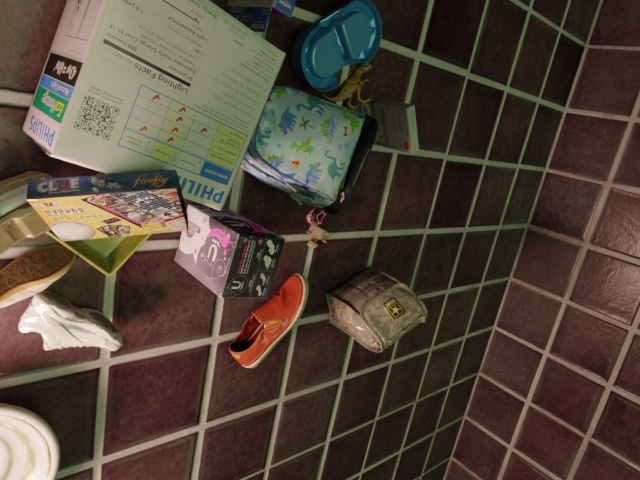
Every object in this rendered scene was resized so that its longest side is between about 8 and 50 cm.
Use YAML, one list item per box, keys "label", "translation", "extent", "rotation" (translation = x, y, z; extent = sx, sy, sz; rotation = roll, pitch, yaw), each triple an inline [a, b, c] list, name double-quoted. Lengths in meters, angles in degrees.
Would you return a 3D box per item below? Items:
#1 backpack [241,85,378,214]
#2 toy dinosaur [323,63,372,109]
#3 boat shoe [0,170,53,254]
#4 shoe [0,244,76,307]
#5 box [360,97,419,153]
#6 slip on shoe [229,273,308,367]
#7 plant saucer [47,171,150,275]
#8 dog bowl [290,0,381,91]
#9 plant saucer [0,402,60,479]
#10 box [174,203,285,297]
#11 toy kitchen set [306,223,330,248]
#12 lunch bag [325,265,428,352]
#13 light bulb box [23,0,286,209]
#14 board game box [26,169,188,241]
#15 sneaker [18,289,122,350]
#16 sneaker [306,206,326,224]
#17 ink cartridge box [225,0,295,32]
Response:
- label: "backpack"
  translation: [-0.056, -0.247, 1.179]
  extent: [0.356, 0.273, 0.289]
  rotation: [23, 95, -10]
- label: "toy dinosaur"
  translation: [0.082, -0.435, 1.371]
  extent: [0.112, 0.064, 0.211]
  rotation: [50, 63, -25]
- label: "boat shoe"
  translation: [-0.625, -0.033, 0.864]
  extent: [0.302, 0.103, 0.113]
  rotation: [-31, 161, -34]
- label: "shoe"
  translation: [-0.616, 0.080, 0.967]
  extent: [0.219, 0.076, 0.058]
  rotation: [-33, 170, -29]
- label: "box"
  translation: [0.209, -0.351, 1.425]
  extent: [0.038, 0.186, 0.145]
  rotation: [-35, 129, -26]
- label: "slip on shoe"
  translation: [-0.154, 0.237, 1.428]
  extent: [0.331, 0.123, 0.101]
  rotation: [-52, 131, -5]
- label: "plant saucer"
  translation: [-0.475, -0.046, 1.040]
  extent: [0.188, 0.045, 0.188]
  rotation: [-50, 134, -13]
- label: "dog bowl"
  translation: [0.041, -0.529, 1.265]
  extent: [0.297, 0.074, 0.165]
  rotation: [-43, 133, -19]
- label: "plant saucer"
  translation: [-0.777, 0.498, 0.982]
  extent: [0.401, 0.101, 0.399]
  rotation: [-19, 121, -35]
- label: "box"
  translation: [-0.231, 0.021, 1.152]
  extent: [0.142, 0.247, 0.163]
  rotation: [6, 105, -45]
- label: "toy kitchen set"
  translation: [0.000, 0.000, 1.479]
  extent: [0.083, 0.075, 0.068]
  rotation: [28, 91, -42]
- label: "lunch bag"
  translation: [0.197, 0.240, 1.627]
  extent: [0.235, 0.287, 0.168]
  rotation: [-29, 127, -29]
- label: "light bulb box"
  translation: [-0.321, -0.298, 0.931]
  extent: [0.358, 0.225, 0.360]
  rotation: [18, 98, -46]
- label: "board game box"
  translation: [-0.383, -0.062, 0.878]
  extent: [0.244, 0.042, 0.165]
  rotation: [-5, 155, -11]
- label: "sneaker"
  translation: [-0.564, 0.205, 1.061]
  extent: [0.115, 0.090, 0.232]
  rotation: [-51, 126, -3]
- label: "sneaker"
  translation: [0.006, -0.102, 1.451]
  extent: [0.047, 0.057, 0.119]
  rotation: [23, 92, -44]
- label: "ink cartridge box"
  translation: [-0.108, -0.600, 1.011]
  extent: [0.065, 0.186, 0.310]
  rotation: [9, 104, -47]
